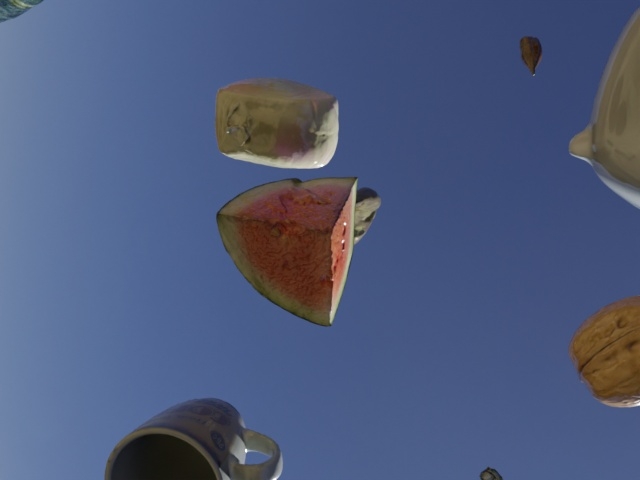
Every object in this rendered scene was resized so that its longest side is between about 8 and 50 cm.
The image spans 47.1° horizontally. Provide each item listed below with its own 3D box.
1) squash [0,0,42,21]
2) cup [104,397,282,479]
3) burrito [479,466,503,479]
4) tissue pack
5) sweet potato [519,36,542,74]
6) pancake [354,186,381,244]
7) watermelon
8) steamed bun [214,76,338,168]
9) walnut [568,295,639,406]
[{"bbox_3d":[-0.404,-0.389,0.941,0.252,0.165,0.252,-22,-145,16],"label":"squash"},{"bbox_3d":[-0.205,0.397,1.368,0.257,0.301,0.227,-44,127,-71],"label":"cup"},{"bbox_3d":[0.347,0.492,1.403,0.118,0.044,0.074,62,-7,-12],"label":"burrito"},{"bbox_3d":[0.400,-0.115,0.709,0.236,0.333,0.229,15,-85,35],"label":"tissue pack"},{"bbox_3d":[0.463,-0.403,1.610,0.049,0.049,0.117,-43,-147,47],"label":"sweet potato"},{"bbox_3d":[0.000,0.000,1.156,0.050,0.242,0.242,46,-50,13],"label":"pancake"},{"bbox_3d":[-0.039,-0.003,0.890,0.137,0.146,0.192,65,33,-72],"label":"watermelon"},{"bbox_3d":[-0.090,-0.220,1.400,0.152,0.239,0.169,-47,144,-68],"label":"steamed bun"},{"bbox_3d":[0.500,0.174,1.166,0.197,0.165,0.165,-33,-126,27],"label":"walnut"}]
